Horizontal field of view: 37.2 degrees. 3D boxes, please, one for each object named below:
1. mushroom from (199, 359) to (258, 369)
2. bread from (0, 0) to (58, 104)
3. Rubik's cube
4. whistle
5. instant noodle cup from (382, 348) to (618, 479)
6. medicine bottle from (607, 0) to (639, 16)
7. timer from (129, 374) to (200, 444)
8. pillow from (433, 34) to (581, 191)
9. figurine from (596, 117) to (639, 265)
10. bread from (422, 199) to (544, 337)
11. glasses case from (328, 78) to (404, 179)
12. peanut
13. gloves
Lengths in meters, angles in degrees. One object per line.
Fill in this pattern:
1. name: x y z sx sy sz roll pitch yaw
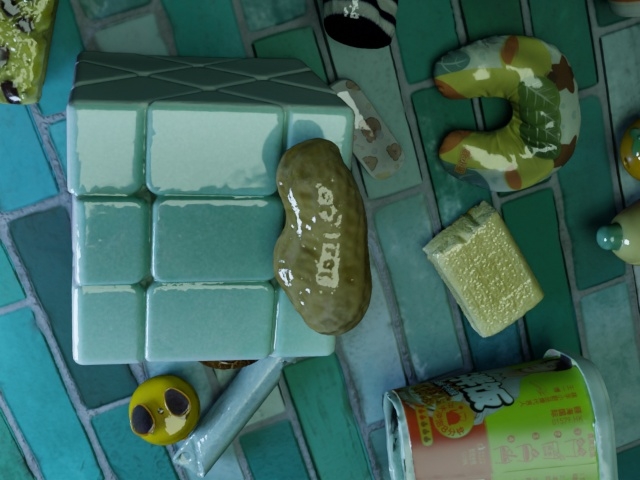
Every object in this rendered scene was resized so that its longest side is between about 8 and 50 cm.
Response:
1. mushroom: -0.135 0.136 1.397 0.126 0.085 0.109 -16 113 -11
2. bread: -0.381 -0.342 1.159 0.138 0.077 0.361 11 107 -16
3. Rubik's cube: -0.151 -0.054 1.194 0.322 0.319 0.316 -2 110 -13
4. whistle: -0.113 0.234 1.453 0.062 0.062 0.312 35 99 -23
5. instant noodle cup: 0.265 0.319 1.474 0.308 0.294 0.294 -6 112 -5
6. medicine bottle: 0.441 -0.443 1.291 0.144 0.144 0.252 -19 112 -6
7. timer: -0.232 0.255 1.428 0.107 0.109 0.107 0 84 0
8. pillow: 0.272 -0.183 1.386 0.214 0.086 0.233 -5 114 -1
9. figurine: 0.550 -0.109 1.460 0.222 0.124 0.324 23 100 -17
10. bread: 0.254 0.049 1.470 0.125 0.068 0.188 -35 115 1
11. glasses case: 0.060 -0.158 1.357 0.063 0.041 0.164 -37 115 1
12. peanut: 0.000 0.000 1.026 0.108 0.095 0.226 -10 112 -14
13. gloves: 0.064 -0.375 1.246 0.140 0.131 0.218 10 77 -15
